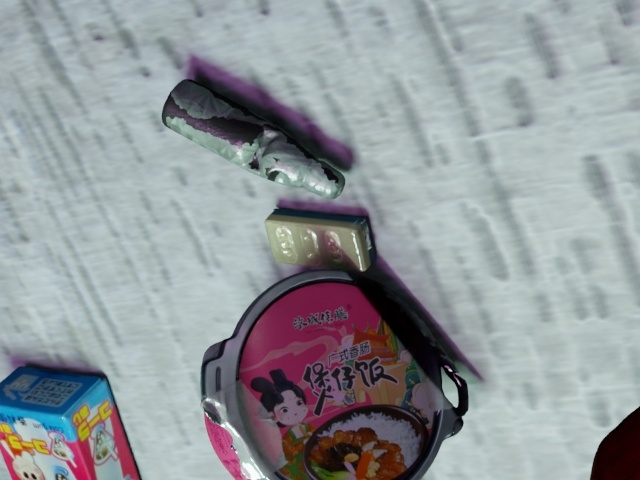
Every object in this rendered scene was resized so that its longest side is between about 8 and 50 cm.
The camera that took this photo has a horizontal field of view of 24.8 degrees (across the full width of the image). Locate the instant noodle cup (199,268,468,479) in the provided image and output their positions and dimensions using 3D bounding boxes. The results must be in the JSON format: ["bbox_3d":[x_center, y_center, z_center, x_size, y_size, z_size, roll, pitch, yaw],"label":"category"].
[{"bbox_3d":[-0.015,0.175,1.571,0.303,0.258,0.181,18,158,-20],"label":"instant noodle cup"}]

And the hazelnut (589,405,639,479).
[{"bbox_3d":[0.409,0.301,1.277,0.402,0.402,0.429,-1,117,35],"label":"hazelnut"}]

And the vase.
[{"bbox_3d":[-0.066,-0.101,1.528,0.211,0.060,0.060,28,131,16],"label":"vase"}]

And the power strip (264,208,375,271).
[{"bbox_3d":[0.000,0.000,1.569,0.123,0.032,0.056,6,123,31],"label":"power strip"}]

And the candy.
[{"bbox_3d":[-0.332,0.325,1.975,0.157,0.100,0.305,4,122,32],"label":"candy"}]
